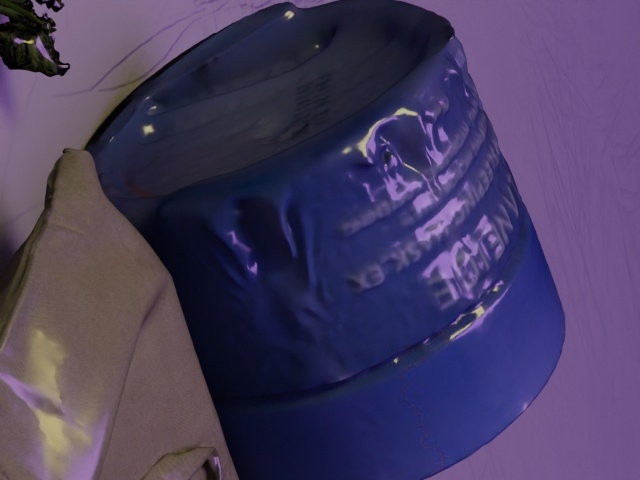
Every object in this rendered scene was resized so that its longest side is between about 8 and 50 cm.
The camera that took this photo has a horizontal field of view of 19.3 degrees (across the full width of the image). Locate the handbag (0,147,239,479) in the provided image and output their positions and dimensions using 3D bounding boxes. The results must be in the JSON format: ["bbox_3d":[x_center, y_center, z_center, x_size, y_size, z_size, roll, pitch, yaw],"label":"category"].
[{"bbox_3d":[-0.119,0.148,1.001,0.253,0.109,0.316,-63,147,-49],"label":"handbag"}]

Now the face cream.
[{"bbox_3d":[0.000,0.000,1.146,0.225,0.249,0.249,64,28,-28],"label":"face cream"}]

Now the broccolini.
[{"bbox_3d":[-0.205,-0.181,0.953,0.271,0.062,0.123,36,34,-62],"label":"broccolini"}]
